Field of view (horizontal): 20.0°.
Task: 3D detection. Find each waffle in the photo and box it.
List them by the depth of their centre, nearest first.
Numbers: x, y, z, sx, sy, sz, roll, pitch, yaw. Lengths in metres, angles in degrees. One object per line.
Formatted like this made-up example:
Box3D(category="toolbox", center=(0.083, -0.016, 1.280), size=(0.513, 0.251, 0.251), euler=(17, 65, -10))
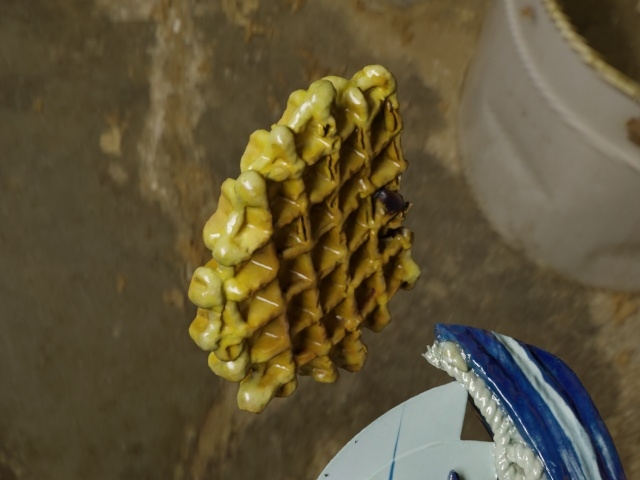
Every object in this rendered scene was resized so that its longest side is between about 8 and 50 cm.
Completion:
Box3D(category="waffle", center=(-0.001, -0.001, 1.515), size=(0.065, 0.283, 0.309), euler=(31, 100, 34))

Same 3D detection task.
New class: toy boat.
Box3D(category="toy boat", center=(0.095, 0.203, 1.273), size=(0.210, 0.070, 0.291), euler=(41, 72, 2))
